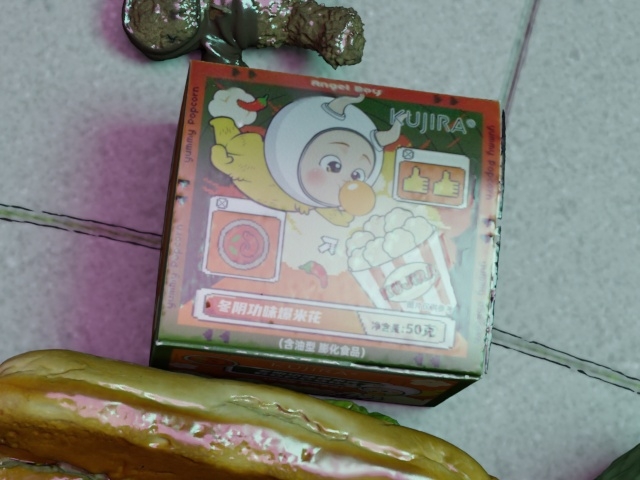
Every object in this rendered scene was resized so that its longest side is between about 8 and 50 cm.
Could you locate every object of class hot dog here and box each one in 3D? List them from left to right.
[{"bbox_3d":[-0.045,0.148,0.974,0.337,0.100,0.135,11,105,-6],"label":"hot dog"}]

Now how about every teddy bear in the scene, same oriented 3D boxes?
[{"bbox_3d":[-0.050,-0.158,1.063,0.160,0.078,0.119,-4,100,8],"label":"teddy bear"}]

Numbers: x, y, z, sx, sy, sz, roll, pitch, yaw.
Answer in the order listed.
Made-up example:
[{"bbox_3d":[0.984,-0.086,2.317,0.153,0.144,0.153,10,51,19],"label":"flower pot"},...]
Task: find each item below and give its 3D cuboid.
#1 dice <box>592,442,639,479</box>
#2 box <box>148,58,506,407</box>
[{"bbox_3d":[0.241,0.295,0.871,0.322,0.318,0.330,-43,87,-14],"label":"dice"},{"bbox_3d":[0.000,0.000,0.992,0.195,0.148,0.177,8,75,-7],"label":"box"}]
